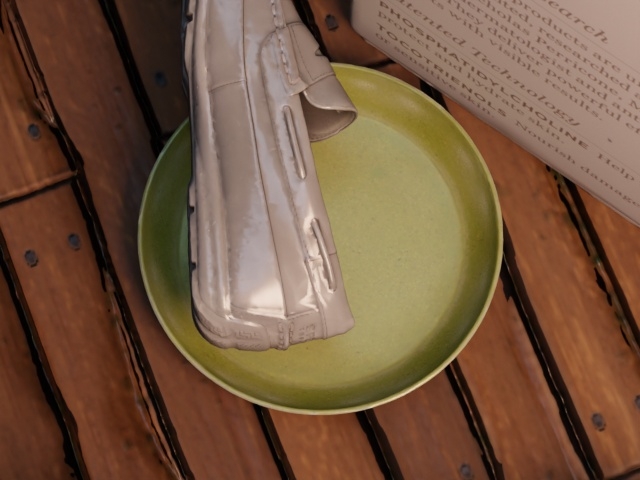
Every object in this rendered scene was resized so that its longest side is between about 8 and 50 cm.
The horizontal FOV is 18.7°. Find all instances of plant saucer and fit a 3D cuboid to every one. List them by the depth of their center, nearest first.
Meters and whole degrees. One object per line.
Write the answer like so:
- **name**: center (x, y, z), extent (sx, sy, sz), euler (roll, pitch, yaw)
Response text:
- **plant saucer**: center (0.000, 0.000, 1.295), extent (0.241, 0.037, 0.241), euler (0, 75, 0)

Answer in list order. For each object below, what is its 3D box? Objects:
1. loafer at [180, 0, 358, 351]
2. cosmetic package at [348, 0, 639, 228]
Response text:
- **loafer**: center (-0.033, -0.088, 1.249), extent (0.111, 0.112, 0.319), euler (-2, 82, -6)
- **cosmetic package**: center (0.243, -0.227, 1.173), extent (0.327, 0.394, 0.329), euler (36, 77, 9)
